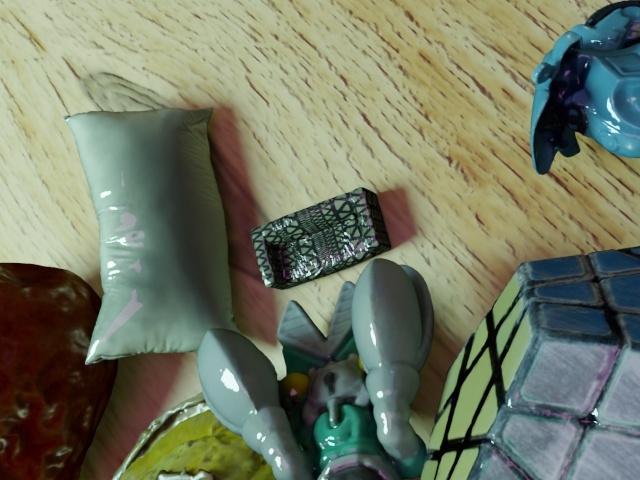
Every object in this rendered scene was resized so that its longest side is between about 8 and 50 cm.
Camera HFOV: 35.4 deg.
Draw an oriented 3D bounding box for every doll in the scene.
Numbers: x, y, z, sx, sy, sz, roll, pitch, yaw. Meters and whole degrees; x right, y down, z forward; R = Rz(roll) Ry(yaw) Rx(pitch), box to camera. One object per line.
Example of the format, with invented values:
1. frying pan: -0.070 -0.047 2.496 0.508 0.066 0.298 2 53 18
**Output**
1. doll: 0.024 0.113 0.783 0.195 0.153 0.258 -34 40 -15

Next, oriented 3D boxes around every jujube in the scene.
1. jujube: -0.289 0.149 0.949 0.190 0.190 0.255 6 100 25

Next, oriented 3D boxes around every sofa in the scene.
1. sofa: 0.000 0.000 0.907 0.118 0.039 0.060 -21 76 21

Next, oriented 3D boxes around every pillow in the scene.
1. pillow: -0.157 -0.007 0.933 0.144 0.078 0.254 -4 74 -21

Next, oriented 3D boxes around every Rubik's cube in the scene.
1. Rubik's cube: 0.219 0.154 0.666 0.319 0.319 0.264 5 112 25

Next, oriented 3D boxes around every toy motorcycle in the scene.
1. toy motorcycle: 0.259 -0.083 0.741 0.182 0.123 0.272 -32 51 -12

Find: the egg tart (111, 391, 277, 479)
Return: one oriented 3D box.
1. egg tart: -0.080 0.296 0.860 0.345 0.132 0.345 -2 85 22
